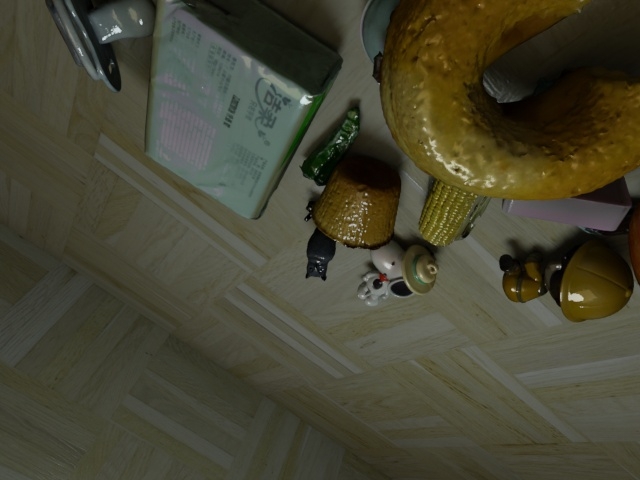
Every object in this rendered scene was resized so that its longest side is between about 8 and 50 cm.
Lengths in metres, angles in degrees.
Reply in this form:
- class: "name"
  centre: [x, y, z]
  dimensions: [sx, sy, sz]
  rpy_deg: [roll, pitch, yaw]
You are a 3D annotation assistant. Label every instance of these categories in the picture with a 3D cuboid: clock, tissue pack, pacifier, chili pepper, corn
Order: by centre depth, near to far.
- class: "clock"
  centre: [0.460, -0.101, 0.776]
  dimensions: [0.197, 0.150, 0.063]
  rpy_deg: [12, 135, 16]
- class: "tissue pack"
  centre: [-0.186, -0.287, 0.879]
  dimensions: [0.332, 0.205, 0.405]
  rpy_deg: [31, 139, -6]
- class: "pacifier"
  centre: [-0.458, -0.468, 0.885]
  dimensions: [0.208, 0.227, 0.278]
  rpy_deg: [-18, 136, -10]
- class: "corn"
  centre: [0.304, -0.106, 0.889]
  dimensions: [0.124, 0.122, 0.305]
  rpy_deg: [8, 142, -4]
- class: "chili pepper"
  centre: [0.031, -0.225, 0.947]
  dimensions: [0.088, 0.059, 0.227]
  rpy_deg: [35, 138, -3]

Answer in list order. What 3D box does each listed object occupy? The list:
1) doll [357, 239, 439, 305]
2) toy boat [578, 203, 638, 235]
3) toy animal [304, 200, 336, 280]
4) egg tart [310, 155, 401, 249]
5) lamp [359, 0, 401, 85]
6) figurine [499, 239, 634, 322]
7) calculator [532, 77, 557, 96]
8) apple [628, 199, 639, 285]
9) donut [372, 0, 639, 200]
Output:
- class: "doll"
  centre: [0.217, 0.109, 1.161]
  dimensions: [0.208, 0.144, 0.271]
  rpy_deg: [33, 141, 25]
- class: "toy boat"
  centre: [0.600, -0.044, 0.831]
  dimensions: [0.140, 0.066, 0.059]
  rpy_deg: [-14, 120, 2]
- class: "toy animal"
  centre: [-0.001, 0.004, 1.126]
  dimensions: [0.121, 0.117, 0.209]
  rpy_deg: [14, 95, 7]
- class: "egg tart"
  centre: [0.090, -0.090, 0.954]
  dimensions: [0.215, 0.215, 0.170]
  rpy_deg: [21, 129, 7]
- class: "lamp"
  centre: [0.149, -0.375, 0.682]
  dimensions: [0.180, 0.107, 0.246]
  rpy_deg: [0, 133, 22]
- class: "figurine"
  centre: [0.558, 0.099, 0.929]
  dimensions: [0.257, 0.167, 0.192]
  rpy_deg: [-13, 140, 40]
- class: "calculator"
  centre: [0.419, -0.234, 0.757]
  dimensions: [0.094, 0.019, 0.141]
  rpy_deg: [12, 138, 21]
- class: "apple"
  centre: [0.695, 0.027, 0.673]
  dimensions: [0.302, 0.301, 0.301]
  rpy_deg: [15, 139, 14]
- class: "donut"
  centre: [0.288, -0.226, 0.589]
  dimensions: [0.378, 0.163, 0.435]
  rpy_deg: [-34, 107, 18]
